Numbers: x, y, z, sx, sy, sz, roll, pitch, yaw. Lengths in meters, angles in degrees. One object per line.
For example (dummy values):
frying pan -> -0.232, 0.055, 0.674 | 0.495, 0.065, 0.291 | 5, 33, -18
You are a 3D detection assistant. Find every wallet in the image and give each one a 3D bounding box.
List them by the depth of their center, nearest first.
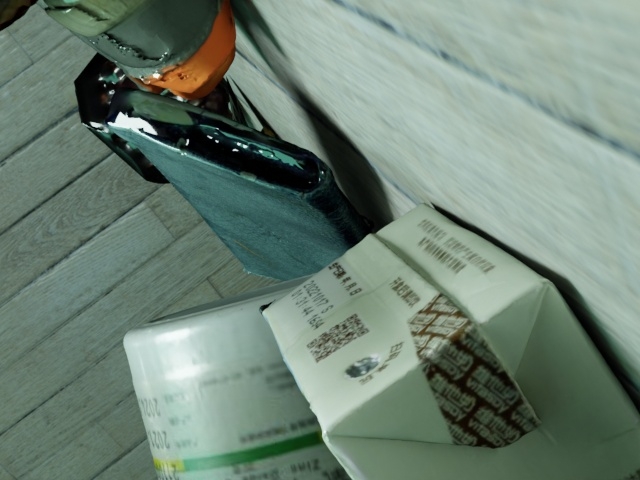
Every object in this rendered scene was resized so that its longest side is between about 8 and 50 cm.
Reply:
wallet -> -0.034, -0.017, 0.913 | 0.190, 0.046, 0.379 | 18, 167, 18

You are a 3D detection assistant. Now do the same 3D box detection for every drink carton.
drink carton -> 0.116, 0.154, 0.569 | 0.325, 0.132, 0.194 | 56, 177, -17

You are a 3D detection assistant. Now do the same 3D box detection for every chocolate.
chocolate -> -0.192, -0.214, 1.484 | 0.224, 0.206, 0.177 | 44, 136, -21

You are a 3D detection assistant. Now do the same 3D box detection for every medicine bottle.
medicine bottle -> -0.005, 0.145, 0.777 | 0.238, 0.237, 0.232 | 173, 81, -87

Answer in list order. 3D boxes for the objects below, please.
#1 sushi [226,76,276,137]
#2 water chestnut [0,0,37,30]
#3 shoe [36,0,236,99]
sushi -> -0.051, -0.080, 1.316 | 0.192, 0.050, 0.215 | -103, -7, -45
water chestnut -> -0.274, -0.273, 0.609 | 0.350, 0.350, 0.302 | 54, -140, -24
shoe -> -0.141, -0.191, 0.834 | 0.171, 0.132, 0.336 | 44, 179, -30
